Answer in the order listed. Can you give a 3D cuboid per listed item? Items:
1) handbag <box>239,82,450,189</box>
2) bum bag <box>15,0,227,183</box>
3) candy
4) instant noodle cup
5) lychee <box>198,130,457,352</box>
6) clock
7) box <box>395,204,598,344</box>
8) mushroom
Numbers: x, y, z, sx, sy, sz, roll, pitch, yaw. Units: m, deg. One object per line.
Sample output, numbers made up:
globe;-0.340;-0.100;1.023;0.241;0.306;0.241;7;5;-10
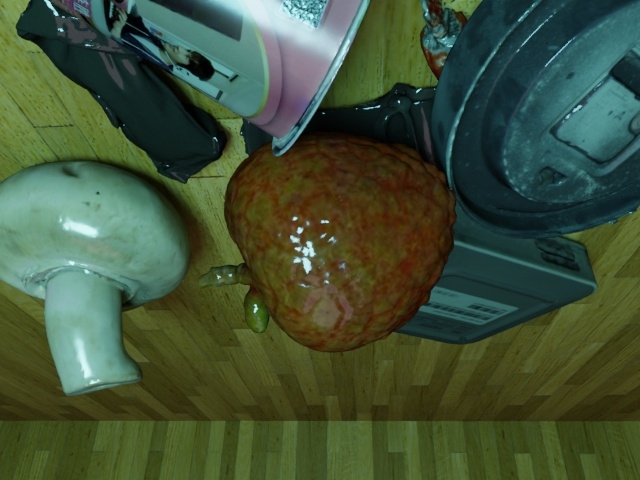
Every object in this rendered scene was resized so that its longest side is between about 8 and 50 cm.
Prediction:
handbag;0.041;-0.097;0.747;0.285;0.113;0.257;-3;139;10
bum bag;-0.225;-0.183;0.649;0.142;0.079;0.326;-2;152;19
candy;0.175;-0.188;0.613;0.059;0.086;0.292;-27;138;22
instant noodle cup;-0.098;-0.232;0.446;0.255;0.244;0.244;24;142;-17
lychee;0.000;0.000;0.589;0.300;0.255;0.255;-28;146;-5
clock;0.309;-0.158;0.571;0.386;0.076;0.386;-9;137;-8
box;0.262;0.094;1.032;0.396;0.111;0.396;15;147;-22
mushroom;-0.343;0.030;0.835;0.356;0.315;0.315;47;136;-4
